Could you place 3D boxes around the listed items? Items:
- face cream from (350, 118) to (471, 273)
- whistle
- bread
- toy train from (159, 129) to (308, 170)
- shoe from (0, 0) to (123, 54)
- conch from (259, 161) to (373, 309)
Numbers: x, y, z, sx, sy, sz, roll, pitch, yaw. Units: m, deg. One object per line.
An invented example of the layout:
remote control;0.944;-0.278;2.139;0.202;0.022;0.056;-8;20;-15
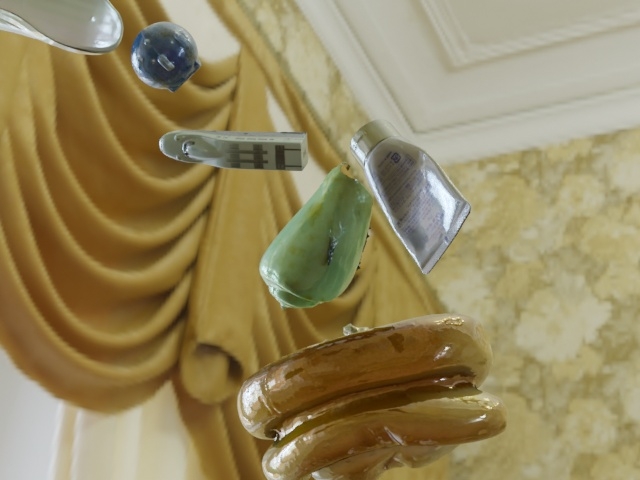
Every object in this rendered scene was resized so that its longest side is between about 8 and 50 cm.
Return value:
face cream;0.119;-0.067;1.568;0.070;0.224;0.114;7;-55;-39
whistle;-0.194;-0.233;1.474;0.090;0.158;0.090;-3;-71;-9
bread;0.082;0.259;1.927;0.424;0.245;0.329;-20;-1;16
toy train;-0.137;-0.137;1.796;0.233;0.051;0.052;3;-67;10
shoe;-0.391;-0.310;1.536;0.265;0.095;0.110;21;-11;-26
conch;0.008;0.010;1.934;0.143;0.250;0.137;40;1;-1
